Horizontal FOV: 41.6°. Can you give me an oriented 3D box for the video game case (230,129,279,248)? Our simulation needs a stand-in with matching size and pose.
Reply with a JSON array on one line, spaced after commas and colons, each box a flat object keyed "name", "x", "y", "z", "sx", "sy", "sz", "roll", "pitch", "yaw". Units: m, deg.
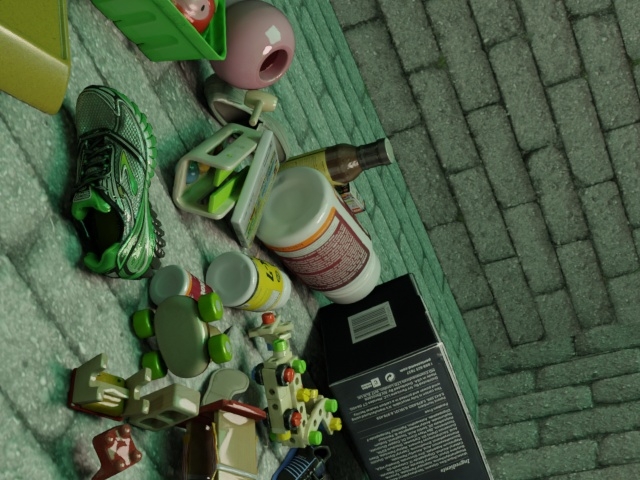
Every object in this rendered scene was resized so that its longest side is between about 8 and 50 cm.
[{"name": "video game case", "x": -0.147, "y": -0.113, "z": 1.931, "sx": 0.206, "sy": 0.026, "sz": 0.227, "roll": 84, "pitch": 23, "yaw": -74}]

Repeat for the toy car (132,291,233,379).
[{"name": "toy car", "x": -0.230, "y": 0.173, "z": 1.558, "sx": 0.188, "sy": 0.155, "sz": 0.149, "roll": 13, "pitch": 63, "yaw": -79}]

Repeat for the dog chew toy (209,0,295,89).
[{"name": "dog chew toy", "x": -0.212, "y": -0.500, "z": 1.962, "sx": 0.332, "sy": 0.206, "sz": 0.206, "roll": 45, "pitch": 9, "yaw": 23}]

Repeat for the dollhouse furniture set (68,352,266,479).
[{"name": "dollhouse furniture set", "x": -0.263, "y": 0.350, "z": 1.387, "sx": 0.374, "sy": 0.152, "sz": 0.201, "roll": 29, "pitch": 47, "yaw": -40}]

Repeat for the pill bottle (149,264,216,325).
[{"name": "pill bottle", "x": -0.253, "y": 0.112, "z": 1.620, "sx": 0.152, "sy": 0.086, "sz": 0.086, "roll": 45, "pitch": 35, "yaw": -55}]

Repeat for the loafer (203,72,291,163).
[{"name": "loafer", "x": -0.181, "y": -0.281, "z": 2.089, "sx": 0.319, "sy": 0.112, "sz": 0.111, "roll": 43, "pitch": 36, "yaw": -41}]

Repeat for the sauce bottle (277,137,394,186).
[{"name": "sauce bottle", "x": 0.020, "y": -0.189, "z": 2.204, "sx": 0.111, "sy": 0.344, "sz": 0.111, "roll": -13, "pitch": 90, "yaw": -70}]

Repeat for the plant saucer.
[{"name": "plant saucer", "x": -0.509, "y": -0.410, "z": 1.337, "sx": 0.333, "sy": 0.081, "sz": 0.332, "roll": 28, "pitch": 48, "yaw": -64}]

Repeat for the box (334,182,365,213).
[{"name": "box", "x": 0.007, "y": -0.093, "z": 2.294, "sx": 0.114, "sy": 0.207, "sz": 0.036, "roll": 46, "pitch": 34, "yaw": -53}]

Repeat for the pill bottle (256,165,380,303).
[{"name": "pill bottle", "x": 0.000, "y": 0.000, "z": 2.184, "sx": 0.392, "sy": 0.224, "sz": 0.224, "roll": 49, "pitch": 31, "yaw": -50}]

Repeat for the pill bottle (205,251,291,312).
[{"name": "pill bottle", "x": -0.152, "y": 0.096, "z": 1.856, "sx": 0.208, "sy": 0.119, "sz": 0.119, "roll": 24, "pitch": 53, "yaw": -66}]

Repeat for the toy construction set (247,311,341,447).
[{"name": "toy construction set", "x": -0.064, "y": 0.319, "z": 1.873, "sx": 0.215, "sy": 0.151, "sz": 0.327, "roll": -31, "pitch": 101, "yaw": -59}]

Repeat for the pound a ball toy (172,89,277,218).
[{"name": "pound a ball toy", "x": -0.213, "y": -0.206, "z": 1.848, "sx": 0.319, "sy": 0.136, "sz": 0.208, "roll": -60, "pitch": 166, "yaw": -64}]

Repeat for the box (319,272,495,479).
[{"name": "box", "x": 0.219, "y": 0.412, "z": 2.200, "sx": 0.480, "sy": 0.297, "sz": 0.471, "roll": -99, "pitch": 166, "yaw": -72}]

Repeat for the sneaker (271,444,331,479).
[{"name": "sneaker", "x": -0.042, "y": 0.525, "z": 1.866, "sx": 0.232, "sy": 0.090, "sz": 0.081, "roll": -60, "pitch": 132, "yaw": -64}]

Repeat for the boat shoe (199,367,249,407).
[{"name": "boat shoe", "x": -0.200, "y": 0.317, "z": 1.680, "sx": 0.206, "sy": 0.075, "sz": 0.065, "roll": -55, "pitch": 170, "yaw": -72}]

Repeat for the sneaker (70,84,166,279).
[{"name": "sneaker", "x": -0.357, "y": -0.103, "z": 1.434, "sx": 0.146, "sy": 0.134, "sz": 0.343, "roll": 4, "pitch": 72, "yaw": -69}]

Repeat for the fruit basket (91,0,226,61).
[{"name": "fruit basket", "x": -0.267, "y": -0.572, "z": 1.694, "sx": 0.392, "sy": 0.392, "sz": 0.283, "roll": 44, "pitch": 36, "yaw": -55}]
